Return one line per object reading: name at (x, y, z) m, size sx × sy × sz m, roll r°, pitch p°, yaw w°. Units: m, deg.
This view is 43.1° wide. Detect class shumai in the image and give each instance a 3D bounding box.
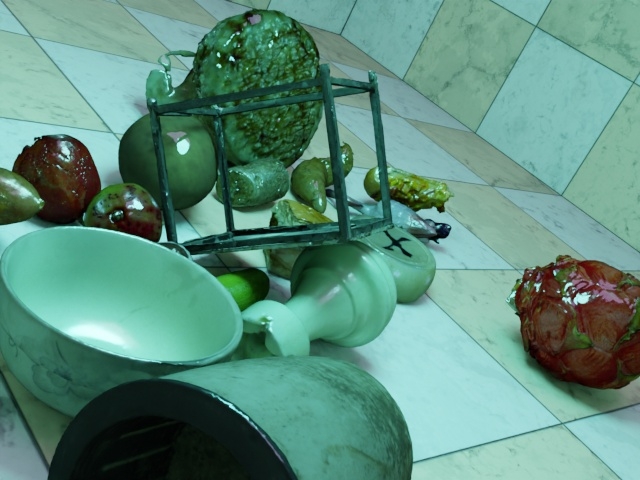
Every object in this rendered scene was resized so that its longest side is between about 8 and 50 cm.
shumai at (-0.206, -0.363, 1.940) m, size 0.395 × 0.395 × 0.348 m, roll 2°, pitch 13°, yaw -45°

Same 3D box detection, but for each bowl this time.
bowl at (-0.266, 0.118, 1.031) m, size 0.307 × 0.163 × 0.307 m, roll 22°, pitch 23°, yaw -10°

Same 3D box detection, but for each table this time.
table at (-0.078, -0.131, 1.364) m, size 0.335 × 0.272 × 0.222 m, roll -5°, pitch 6°, yaw 25°

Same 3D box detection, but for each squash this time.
squash at (-0.166, 0.098, 1.289) m, size 0.082 × 0.082 × 0.292 m, roll 36°, pitch 23°, yaw 21°

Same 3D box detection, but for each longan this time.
longan at (-0.288, -0.154, 1.551) m, size 0.196 × 0.197 × 0.220 m, roll 25°, pitch 27°, yaw -5°

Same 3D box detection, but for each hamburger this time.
hamburger at (0.000, 0.000, 1.598) m, size 0.207 × 0.135 × 0.155 m, roll 16°, pitch 31°, yaw -16°

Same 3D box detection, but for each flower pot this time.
flower pot at (-0.062, 0.259, 0.835) m, size 0.293 × 0.294 × 0.330 m, roll 36°, pitch 17°, yaw 20°

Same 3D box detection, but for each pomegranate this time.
pomegranate at (-0.318, -0.019, 1.347) m, size 0.129 × 0.129 × 0.159 m, roll 44°, pitch -11°, yaw 35°

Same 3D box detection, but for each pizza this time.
pizza at (0.223, -0.114, 2.046) m, size 0.228 × 0.081 × 0.289 m, roll 5°, pitch -12°, yaw 14°

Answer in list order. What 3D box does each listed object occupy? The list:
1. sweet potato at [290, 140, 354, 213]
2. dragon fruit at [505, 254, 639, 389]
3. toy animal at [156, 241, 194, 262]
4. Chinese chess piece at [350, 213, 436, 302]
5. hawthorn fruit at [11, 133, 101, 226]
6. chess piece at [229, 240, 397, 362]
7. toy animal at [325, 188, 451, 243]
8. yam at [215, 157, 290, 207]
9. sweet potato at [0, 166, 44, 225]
sweet potato at (-0.005, -0.157, 1.978) m, size 0.124 × 0.098 × 0.310 m, roll 2°, pitch 28°, yaw 19°
dragon fruit at (0.557, 0.173, 1.693) m, size 0.342 × 0.277 × 0.277 m, roll 26°, pitch 22°, yaw 9°
toy animal at (-0.238, 0.045, 1.309) m, size 0.098 × 0.098 × 0.137 m, roll 34°, pitch 17°, yaw 15°
Chinese chess piece at (0.137, 0.035, 1.745) m, size 0.237 × 0.092 × 0.238 m, roll 22°, pitch 23°, yaw -10°
hawthorn fruit at (-0.434, -0.093, 1.357) m, size 0.172 × 0.148 × 0.148 m, roll 54°, pitch 23°, yaw -6°
chess piece at (-0.023, 0.122, 1.293) m, size 0.194 × 0.195 × 0.299 m, roll 35°, pitch 33°, yaw 18°
toy animal at (0.163, -0.053, 1.964) m, size 0.324 × 0.090 × 0.195 m, roll 19°, pitch -1°, yaw -6°
yam at (-0.142, -0.125, 1.769) m, size 0.107 × 0.107 × 0.183 m, roll 36°, pitch 28°, yaw 19°
sweet potato at (-0.597, -0.082, 1.181) m, size 0.385 × 0.109 × 0.109 m, roll 12°, pitch 25°, yaw -6°
